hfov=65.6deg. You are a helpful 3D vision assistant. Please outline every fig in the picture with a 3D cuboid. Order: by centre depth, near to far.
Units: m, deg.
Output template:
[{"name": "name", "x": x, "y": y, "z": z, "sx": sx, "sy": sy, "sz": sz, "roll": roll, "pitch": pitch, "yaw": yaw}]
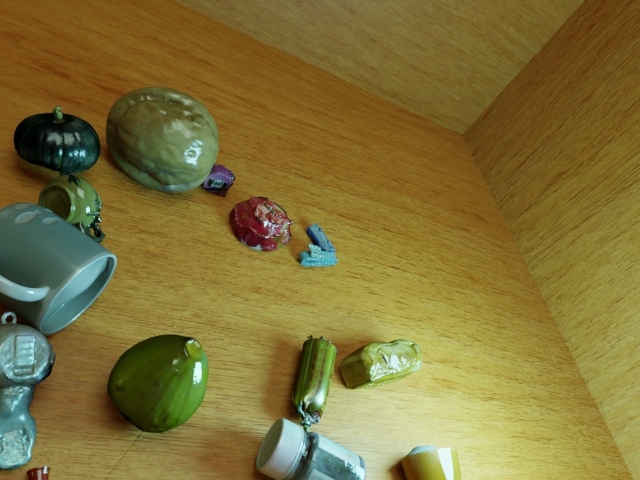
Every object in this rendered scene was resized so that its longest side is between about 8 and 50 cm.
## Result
[{"name": "fig", "x": -0.399, "y": 0.345, "z": 1.264, "sx": 0.239, "sy": 0.271, "sz": 0.239, "roll": 35, "pitch": 18, "yaw": -13}]

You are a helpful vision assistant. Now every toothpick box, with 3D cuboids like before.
[{"name": "toothpick box", "x": -0.611, "y": 0.540, "z": 1.078, "sx": 0.047, "sy": 0.047, "sz": 0.083, "roll": 5, "pitch": 50, "yaw": -36}]

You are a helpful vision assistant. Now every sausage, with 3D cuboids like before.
[{"name": "sausage", "x": -0.024, "y": 0.454, "z": 1.573, "sx": 0.117, "sy": 0.125, "sz": 0.317, "roll": -3, "pitch": 39, "yaw": 13}]

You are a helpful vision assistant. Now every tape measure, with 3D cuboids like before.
[{"name": "tape measure", "x": -0.403, "y": -0.239, "z": 1.966, "sx": 0.125, "sy": 0.118, "sz": 0.074, "roll": 9, "pitch": 45, "yaw": -28}]

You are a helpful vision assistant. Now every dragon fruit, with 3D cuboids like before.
[{"name": "dragon fruit", "x": -0.221, "y": -0.052, "z": 1.920, "sx": 0.262, "sy": 0.163, "sz": 0.189, "roll": 26, "pitch": 67, "yaw": -17}]

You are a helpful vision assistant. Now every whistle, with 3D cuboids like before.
[{"name": "whistle", "x": -0.718, "y": 0.338, "z": 1.136, "sx": 0.189, "sy": 0.189, "sz": 0.347, "roll": 2, "pitch": 73, "yaw": -38}]

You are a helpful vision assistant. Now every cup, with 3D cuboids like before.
[{"name": "cup", "x": -0.732, "y": 0.061, "z": 1.240, "sx": 0.274, "sy": 0.259, "sz": 0.357, "roll": 36, "pitch": 1, "yaw": 2}, {"name": "cup", "x": 0.372, "y": 0.782, "z": 1.558, "sx": 0.226, "sy": 0.182, "sz": 0.264, "roll": 42, "pitch": 31, "yaw": -53}]

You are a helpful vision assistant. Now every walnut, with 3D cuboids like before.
[{"name": "walnut", "x": -0.557, "y": -0.364, "z": 1.814, "sx": 0.384, "sy": 0.383, "sz": 0.383, "roll": 22, "pitch": 41, "yaw": -21}]

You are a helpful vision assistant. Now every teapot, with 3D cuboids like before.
[{"name": "teapot", "x": -0.745, "y": -0.103, "z": 1.536, "sx": 0.269, "sy": 0.173, "sz": 0.182, "roll": 54, "pitch": 15, "yaw": 4}]

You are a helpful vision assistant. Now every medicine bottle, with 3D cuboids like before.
[{"name": "medicine bottle", "x": -0.026, "y": 0.621, "z": 1.376, "sx": 0.273, "sy": 0.165, "sz": 0.165, "roll": 32, "pitch": 39, "yaw": -8}]

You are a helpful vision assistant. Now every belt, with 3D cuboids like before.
[{"name": "belt", "x": 0.001, "y": 0.063, "z": 2.008, "sx": 0.179, "sy": 0.100, "sz": 0.065, "roll": 3, "pitch": 54, "yaw": -40}]

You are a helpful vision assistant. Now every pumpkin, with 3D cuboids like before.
[{"name": "pumpkin", "x": -0.843, "y": -0.323, "z": 1.598, "sx": 0.250, "sy": 0.216, "sz": 0.250, "roll": 9, "pitch": 28, "yaw": -5}]

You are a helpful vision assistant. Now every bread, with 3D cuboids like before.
[{"name": "bread", "x": 0.223, "y": 0.434, "z": 1.757, "sx": 0.294, "sy": 0.167, "sz": 0.132, "roll": -2, "pitch": 53, "yaw": -40}]

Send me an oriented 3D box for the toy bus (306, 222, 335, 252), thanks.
[{"name": "toy bus", "x": 0.000, "y": 0.000, "z": 2.109, "sx": 0.061, "sy": 0.051, "sz": 0.153, "roll": -20, "pitch": 66, "yaw": -34}]
